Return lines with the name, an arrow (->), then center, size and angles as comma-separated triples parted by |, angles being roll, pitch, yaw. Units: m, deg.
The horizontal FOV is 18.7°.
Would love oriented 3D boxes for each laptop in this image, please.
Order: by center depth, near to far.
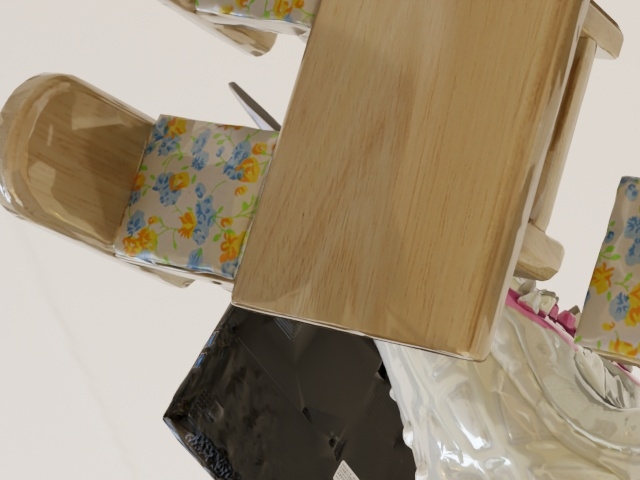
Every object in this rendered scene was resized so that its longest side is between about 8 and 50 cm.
laptop -> -0.001, 0.073, 1.071 | 0.136, 0.264, 0.234 | -7, -48, 42

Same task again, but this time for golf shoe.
golf shoe -> 0.076, 0.093, 0.735 | 0.140, 0.115, 0.306 | -54, -139, 6

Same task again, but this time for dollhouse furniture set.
dollhouse furniture set -> 0.000, 0.000, 0.462 | 0.212, 0.161, 0.242 | 11, -100, 35
